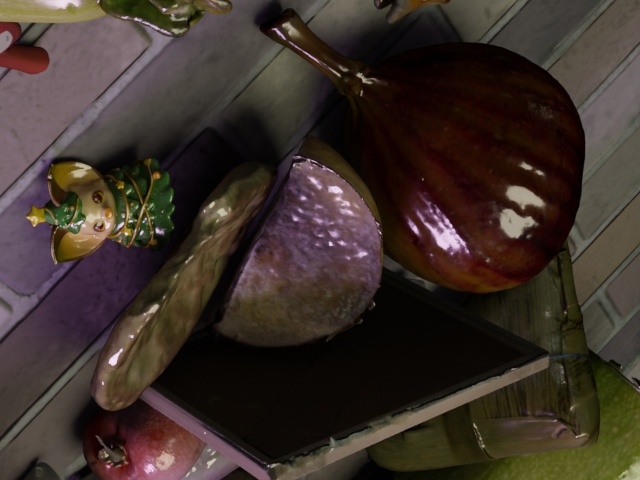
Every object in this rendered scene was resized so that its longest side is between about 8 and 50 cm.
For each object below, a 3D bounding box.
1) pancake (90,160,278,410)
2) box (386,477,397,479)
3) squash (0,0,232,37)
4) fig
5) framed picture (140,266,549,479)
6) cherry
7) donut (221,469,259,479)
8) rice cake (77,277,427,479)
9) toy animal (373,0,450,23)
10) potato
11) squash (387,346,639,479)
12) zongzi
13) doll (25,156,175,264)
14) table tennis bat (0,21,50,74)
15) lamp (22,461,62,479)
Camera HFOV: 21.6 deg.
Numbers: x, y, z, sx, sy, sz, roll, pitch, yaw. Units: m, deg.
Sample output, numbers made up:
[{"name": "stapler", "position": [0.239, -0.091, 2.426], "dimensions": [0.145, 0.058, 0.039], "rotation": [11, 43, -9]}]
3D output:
[{"name": "pancake", "position": [-0.112, 0.033, 1.352], "dimensions": [0.236, 0.042, 0.222], "rotation": [-58, 176, 4]}, {"name": "box", "position": [-0.064, 0.409, 1.650], "dimensions": [0.264, 0.116, 0.415], "rotation": [-20, 156, -32]}, {"name": "squash", "position": [-0.181, -0.191, 0.992], "dimensions": [0.137, 0.287, 0.137], "rotation": [7, 90, -66]}, {"name": "fig", "position": [0.069, -0.091, 1.402], "dimensions": [0.321, 0.217, 0.217], "rotation": [28, 102, -33]}, {"name": "framed picture", "position": [0.011, 0.108, 1.463], "dimensions": [0.315, 0.232, 0.024], "rotation": [-17, 120, -35]}, {"name": "cherry", "position": [-0.145, 0.171, 1.462], "dimensions": [0.126, 0.106, 0.087], "rotation": [-24, 110, -26]}, {"name": "donut", "position": [-0.109, 0.302, 1.653], "dimensions": [0.174, 0.068, 0.175], "rotation": [-26, 138, -26]}, {"name": "rice cake", "position": [-0.051, 0.156, 1.582], "dimensions": [0.399, 0.064, 0.070], "rotation": [-31, 147, -22]}, {"name": "toy animal", "position": [0.038, -0.242, 1.260], "dimensions": [0.284, 0.225, 0.302], "rotation": [-23, 153, -3]}, {"name": "potato", "position": [0.001, -0.003, 1.404], "dimensions": [0.261, 0.120, 0.100], "rotation": [122, -9, -49]}, {"name": "squash", "position": [0.218, 0.296, 1.831], "dimensions": [0.384, 0.263, 0.263], "rotation": [-46, 144, -4]}, {"name": "zongzi", "position": [0.144, 0.091, 1.712], "dimensions": [0.250, 0.274, 0.125], "rotation": [-9, 165, 8]}, {"name": "doll", "position": [-0.173, -0.027, 1.305], "dimensions": [0.113, 0.076, 0.078], "rotation": [-3, 101, -11]}, {"name": "table tennis bat", "position": [-0.235, -0.131, 1.129], "dimensions": [0.098, 0.019, 0.154], "rotation": [-18, 170, 24]}, {"name": "lamp", "position": [-0.218, 0.267, 1.521], "dimensions": [0.056, 0.050, 0.198], "rotation": [-44, 144, -9]}]
